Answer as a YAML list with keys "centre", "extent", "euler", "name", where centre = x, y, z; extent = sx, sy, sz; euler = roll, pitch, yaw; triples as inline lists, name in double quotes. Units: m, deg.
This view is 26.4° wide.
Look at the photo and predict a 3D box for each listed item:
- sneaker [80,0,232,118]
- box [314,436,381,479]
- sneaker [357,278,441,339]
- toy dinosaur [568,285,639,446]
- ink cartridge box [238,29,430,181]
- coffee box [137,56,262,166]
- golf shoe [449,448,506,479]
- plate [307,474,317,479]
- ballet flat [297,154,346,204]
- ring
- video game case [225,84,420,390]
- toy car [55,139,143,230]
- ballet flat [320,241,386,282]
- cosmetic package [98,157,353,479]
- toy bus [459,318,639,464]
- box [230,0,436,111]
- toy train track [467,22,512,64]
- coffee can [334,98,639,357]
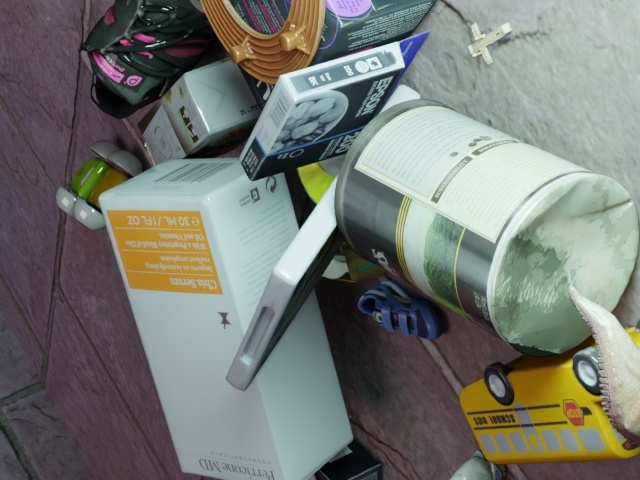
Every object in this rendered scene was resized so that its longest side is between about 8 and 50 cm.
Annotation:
- centre: [-0.229, -0.300, 1.951]
  extent: [0.185, 0.202, 0.483]
  euler: [32, 157, -3]
  name: "sneaker"
- centre: [0.019, 0.390, 2.201]
  extent: [0.156, 0.093, 0.158]
  euler: [41, 143, 43]
  name: "box"
- centre: [0.108, 0.102, 1.850]
  extent: [0.144, 0.059, 0.053]
  euler: [28, 132, 50]
  name: "sneaker"
- centre: [0.338, 0.164, 1.303]
  extent: [0.200, 0.296, 0.127]
  euler: [-56, 22, 15]
  name: "toy dinosaur"
- centre: [0.022, -0.158, 1.636]
  extent: [0.045, 0.208, 0.206]
  euler: [62, 154, 15]
  name: "ink cartridge box"
- centre: [-0.165, -0.188, 2.031]
  extent: [0.098, 0.141, 0.246]
  euler: [65, 153, 2]
  name: "coffee box"
- centre: [0.206, 0.369, 1.853]
  extent: [0.069, 0.086, 0.176]
  euler: [28, 135, 49]
  name: "golf shoe"
- centre: [-0.084, 0.385, 2.238]
  extent: [0.277, 0.045, 0.278]
  euler: [-21, 92, 64]
  name: "plate"
- centre: [0.000, -0.156, 1.830]
  extent: [0.077, 0.077, 0.231]
  euler: [-5, 101, 47]
  name: "ballet flat"
- centre: [-0.094, -0.344, 1.588]
  extent: [0.336, 0.032, 0.336]
  euler: [41, 142, 44]
  name: "ring"
- centre: [0.000, 0.000, 1.700]
  extent: [0.036, 0.329, 0.300]
  euler: [32, 147, 4]
  name: "video game case"
- centre: [-0.395, -0.089, 2.559]
  extent: [0.136, 0.159, 0.182]
  euler: [40, 173, -39]
  name: "toy car"
- centre: [0.012, 0.024, 1.948]
  extent: [0.232, 0.073, 0.080]
  euler: [-2, 111, 62]
  name: "ballet flat"
- centre: [-0.133, 0.117, 1.964]
  extent: [0.230, 0.161, 0.453]
  euler: [1, 114, 41]
  name: "cosmetic package"
- centre: [0.286, 0.174, 1.523]
  extent: [0.333, 0.108, 0.130]
  euler: [-22, 92, 63]
  name: "toy bus"
- centre: [0.003, -0.276, 1.648]
  extent: [0.165, 0.143, 0.270]
  euler: [63, 153, 11]
  name: "box"
- centre: [0.183, -0.221, 1.506]
  extent: [0.083, 0.014, 0.048]
  euler: [-25, 89, 63]
  name: "toy train track"
- centre: [0.174, -0.020, 1.474]
  extent: [0.275, 0.202, 0.201]
  euler: [32, 137, 49]
  name: "coffee can"
